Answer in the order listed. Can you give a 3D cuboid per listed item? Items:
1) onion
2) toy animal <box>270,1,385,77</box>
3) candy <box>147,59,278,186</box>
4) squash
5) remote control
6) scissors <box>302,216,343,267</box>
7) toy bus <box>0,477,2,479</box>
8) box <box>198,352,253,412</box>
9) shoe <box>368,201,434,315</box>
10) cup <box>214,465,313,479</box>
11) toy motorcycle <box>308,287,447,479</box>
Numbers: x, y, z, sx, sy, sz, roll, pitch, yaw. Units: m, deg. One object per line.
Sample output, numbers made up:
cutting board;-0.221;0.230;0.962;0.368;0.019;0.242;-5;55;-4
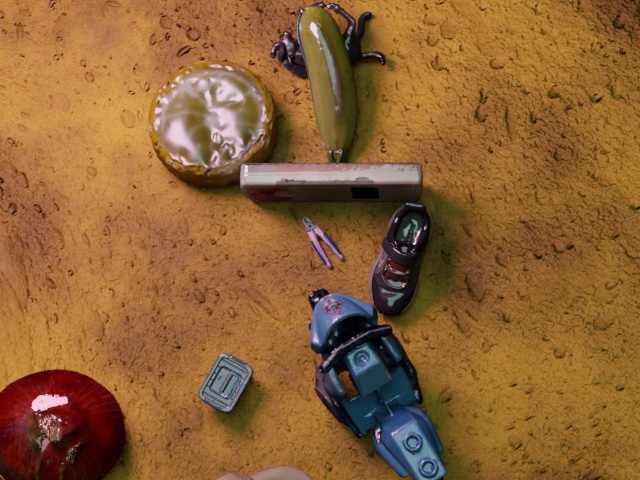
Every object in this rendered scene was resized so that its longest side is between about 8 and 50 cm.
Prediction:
onion;-0.473;0.337;1.698;0.248;0.161;0.248;12;42;-11
toy animal;0.017;-0.401;1.924;0.232;0.084;0.148;3;92;-1
candy;-0.209;-0.230;1.868;0.259;0.118;0.260;0;73;-1
squash;0.026;-0.292;1.853;0.094;0.094;0.341;-11;94;1
remote control;0.021;-0.110;1.797;0.344;0.145;0.050;1;78;4
scissors;0.000;0.000;1.834;0.039;0.012;0.113;-33;74;-5
toy bus;-0.612;0.445;1.693;0.088;0.083;0.194;-41;112;-38
box;-0.171;0.265;1.751;0.074;0.054;0.099;27;78;13
shoe;0.150;0.024;1.764;0.099;0.112;0.227;16;74;8
cup;-0.114;0.493;1.620;0.255;0.173;0.202;-33;76;-4
toy motorcycle;0.087;0.251;1.642;0.172;0.232;0.416;-28;74;-7
